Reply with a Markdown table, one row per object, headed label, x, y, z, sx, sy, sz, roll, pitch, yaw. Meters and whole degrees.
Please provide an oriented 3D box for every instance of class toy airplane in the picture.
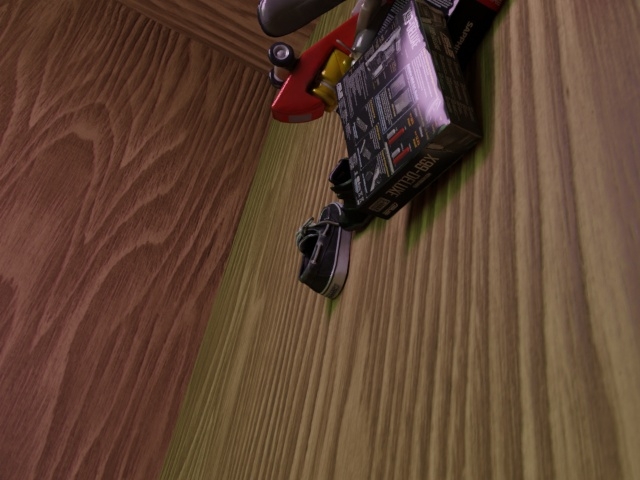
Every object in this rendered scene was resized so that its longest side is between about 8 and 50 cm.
| label | x | y | z | sx | sy | sz | roll | pitch | yaw |
| --- | --- | --- | --- | --- | --- | --- | --- | --- | --- |
| toy airplane | 0.093 | -0.422 | 1.767 | 0.384 | 0.272 | 0.386 | -46 | -11 | 33 |

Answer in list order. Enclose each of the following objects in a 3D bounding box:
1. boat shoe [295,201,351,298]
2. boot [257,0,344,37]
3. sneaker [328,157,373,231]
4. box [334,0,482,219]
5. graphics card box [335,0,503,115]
| label | x | y | z | sx | sy | sz | roll | pitch | yaw |
| --- | --- | --- | --- | --- | --- | --- | --- | --- | --- |
| boat shoe | -0.002 | 0.003 | 1.631 | 0.113 | 0.105 | 0.306 | -56 | 17 | 37 |
| boot | 0.027 | -0.538 | 1.541 | 0.338 | 0.118 | 0.223 | -36 | 20 | -3 |
| sneaker | 0.064 | -0.098 | 1.507 | 0.227 | 0.130 | 0.087 | -46 | 22 | 61 |
| box | 0.138 | -0.229 | 1.296 | 0.242 | 0.077 | 0.307 | -43 | 43 | 39 |
| graphics card box | 0.182 | -0.355 | 1.452 | 0.370 | 0.094 | 0.232 | -61 | 32 | 18 |
